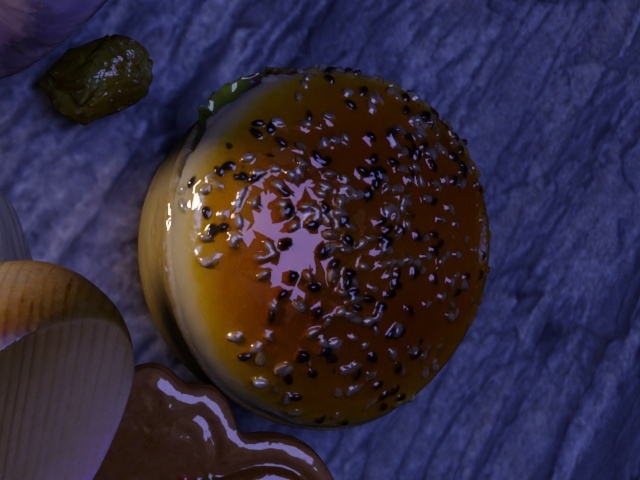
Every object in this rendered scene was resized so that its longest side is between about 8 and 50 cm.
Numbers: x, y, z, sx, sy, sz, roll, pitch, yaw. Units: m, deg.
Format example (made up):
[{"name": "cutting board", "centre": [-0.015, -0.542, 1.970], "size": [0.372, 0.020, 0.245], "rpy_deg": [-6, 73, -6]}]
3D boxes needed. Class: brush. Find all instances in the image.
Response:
[{"name": "brush", "centre": [-0.241, 0.107, 0.811], "size": [0.174, 0.166, 0.267], "rpy_deg": [-16, 132, -48]}]

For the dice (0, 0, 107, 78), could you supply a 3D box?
[{"name": "dice", "centre": [-0.219, -0.289, 0.820], "size": [0.270, 0.270, 0.271], "rpy_deg": [43, 61, -21]}]

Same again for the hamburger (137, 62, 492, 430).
[{"name": "hamburger", "centre": [0.000, 0.000, 0.975], "size": [0.300, 0.176, 0.300], "rpy_deg": [5, 80, -34]}]

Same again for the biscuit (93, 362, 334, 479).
[{"name": "biscuit", "centre": [-0.066, 0.241, 0.907], "size": [0.202, 0.047, 0.334], "rpy_deg": [-31, 102, 1]}]

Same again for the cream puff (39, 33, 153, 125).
[{"name": "cream puff", "centre": [-0.170, -0.126, 0.949], "size": [0.083, 0.083, 0.058], "rpy_deg": [-36, 75, 7]}]
